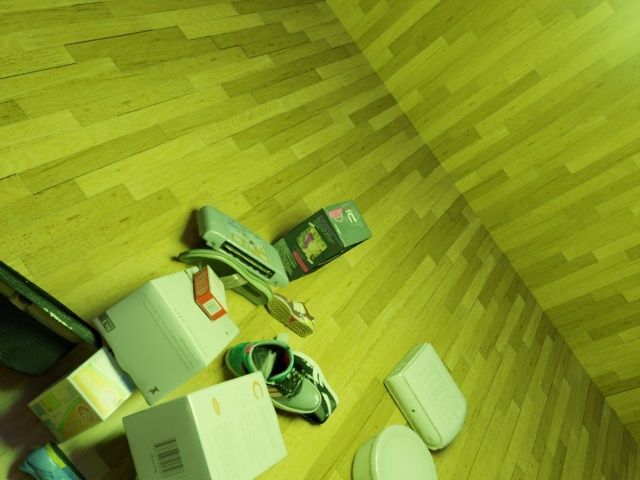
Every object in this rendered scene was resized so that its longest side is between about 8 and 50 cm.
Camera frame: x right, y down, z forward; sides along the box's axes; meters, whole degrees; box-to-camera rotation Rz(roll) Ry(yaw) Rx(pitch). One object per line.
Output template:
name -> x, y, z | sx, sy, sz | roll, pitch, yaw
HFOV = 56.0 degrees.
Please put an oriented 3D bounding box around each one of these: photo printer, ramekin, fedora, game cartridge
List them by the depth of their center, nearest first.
fedora -> -0.610, 0.160, 1.200 | 0.334, 0.334, 0.152 | 42, 73, -18
ramekin -> 0.211, 0.691, 1.760 | 0.273, 0.127, 0.272 | 28, 45, -32
game cartridge -> -0.228, 0.013, 1.762 | 0.297, 0.062, 0.198 | 35, 18, -29
photo printer -> 0.376, 0.538, 2.062 | 0.307, 0.107, 0.256 | 57, 38, 0

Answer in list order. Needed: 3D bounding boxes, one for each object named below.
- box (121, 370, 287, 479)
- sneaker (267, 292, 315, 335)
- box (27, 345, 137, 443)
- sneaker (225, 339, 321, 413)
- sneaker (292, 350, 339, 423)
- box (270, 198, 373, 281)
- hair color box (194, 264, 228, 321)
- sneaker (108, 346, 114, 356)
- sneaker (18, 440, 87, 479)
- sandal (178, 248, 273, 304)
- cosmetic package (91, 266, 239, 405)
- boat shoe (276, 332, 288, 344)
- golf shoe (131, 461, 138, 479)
box -> -0.238, 0.433, 1.319 | 0.345, 0.168, 0.215 | 13, 56, -70
sneaker -> -0.090, 0.211, 1.836 | 0.185, 0.070, 0.084 | 46, 30, -23
box -> -0.481, 0.315, 1.218 | 0.114, 0.203, 0.103 | 52, 38, -6
sneaker -> -0.097, 0.355, 1.585 | 0.296, 0.178, 0.123 | 33, 61, -12
sneaker -> -0.039, 0.428, 1.717 | 0.217, 0.079, 0.121 | 52, 39, -6
box -> 0.000, 0.000, 1.907 | 0.165, 0.270, 0.143 | -20, 80, -52
hair color box -> -0.259, 0.122, 1.414 | 0.072, 0.043, 0.141 | 56, 3, -26
sneaker -> -0.482, 0.230, 1.421 | 0.044, 0.040, 0.109 | 29, 39, -8
sneaker -> -0.506, 0.497, 1.189 | 0.082, 0.069, 0.209 | -38, 105, -20
sandal -> -0.260, 0.113, 1.681 | 0.303, 0.120, 0.086 | 35, 57, -26
cosmetic package -> -0.329, 0.196, 1.361 | 0.217, 0.156, 0.385 | 56, 1, -2
boat shoe -> -0.118, 0.327, 1.737 | 0.046, 0.038, 0.125 | 5, 47, 6
golf shoe -> -0.365, 0.517, 1.291 | 0.077, 0.094, 0.198 | 23, 50, -36
